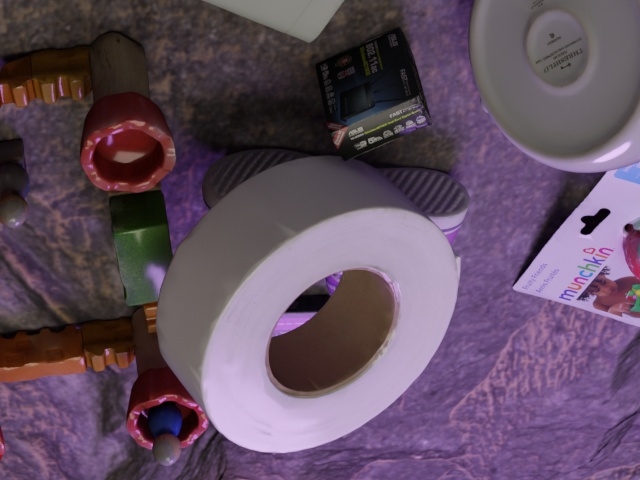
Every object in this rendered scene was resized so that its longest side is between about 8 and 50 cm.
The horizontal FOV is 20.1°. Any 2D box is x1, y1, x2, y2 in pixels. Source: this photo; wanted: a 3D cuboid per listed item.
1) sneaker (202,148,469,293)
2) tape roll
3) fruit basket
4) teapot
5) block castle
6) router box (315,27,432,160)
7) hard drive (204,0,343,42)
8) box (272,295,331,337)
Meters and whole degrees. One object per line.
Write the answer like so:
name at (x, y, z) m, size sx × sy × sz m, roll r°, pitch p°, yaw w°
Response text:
sneaker at (0.000, 0.001, 1.849) m, size 0.282 × 0.102 × 0.161 m, roll 8°, pitch 135°, yaw -20°
tape roll at (-0.010, 0.062, 1.718) m, size 0.286 × 0.100 × 0.286 m, roll -20°, pitch 132°, yaw -24°
fruit basket at (0.424, 0.035, 1.907) m, size 0.353 × 0.165 × 0.327 m, roll 12°, pitch 148°, yaw -13°
teapot at (0.271, -0.184, 1.664) m, size 0.187 × 0.256 × 0.252 m, roll -15°, pitch 123°, yaw -44°
block castle at (-0.278, 0.040, 1.745) m, size 0.303 × 0.212 × 0.453 m, roll -8°, pitch 135°, yaw -5°
router box at (0.049, -0.139, 1.704) m, size 0.092 × 0.122 × 0.038 m, roll -22°, pitch 129°, yaw 9°
hard drive at (-0.087, -0.304, 1.572) m, size 0.308 × 0.040 × 0.203 m, roll 19°, pitch 127°, yaw -28°
box at (-0.051, 0.127, 2.010) m, size 0.116 × 0.029 × 0.162 m, roll -1°, pitch 133°, yaw -11°
